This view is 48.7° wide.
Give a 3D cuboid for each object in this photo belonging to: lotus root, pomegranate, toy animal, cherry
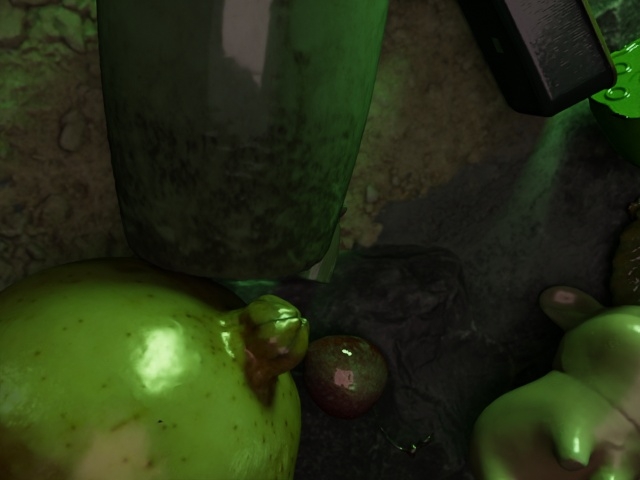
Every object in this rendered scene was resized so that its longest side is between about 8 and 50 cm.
[{"bbox_3d":[0.435,-0.142,0.879,0.186,0.186,0.186,-2,102,-9],"label":"lotus root"},{"bbox_3d":[-0.180,0.179,0.720,0.410,0.410,0.410,-2,102,-9],"label":"pomegranate"},{"bbox_3d":[0.341,0.221,0.901,0.237,0.269,0.326,45,125,-12],"label":"toy animal"},{"bbox_3d":[0.066,0.196,0.918,0.225,0.090,0.107,36,78,-23],"label":"cherry"}]

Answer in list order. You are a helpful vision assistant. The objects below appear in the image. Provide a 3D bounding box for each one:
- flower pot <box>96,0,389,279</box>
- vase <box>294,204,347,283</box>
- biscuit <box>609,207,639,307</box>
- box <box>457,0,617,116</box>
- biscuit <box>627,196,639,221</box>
[{"bbox_3d":[-0.080,-0.144,0.724,0.294,0.293,0.330,2,105,-9],"label":"flower pot"},{"bbox_3d":[0.000,0.000,0.881,0.053,0.053,0.100,15,95,-11],"label":"vase"},{"bbox_3d":[0.490,0.025,0.955,0.187,0.036,0.273,28,101,-9],"label":"biscuit"},{"bbox_3d":[0.242,-0.246,0.823,0.090,0.144,0.201,-30,106,1],"label":"box"},{"bbox_3d":[0.528,-0.042,0.973,0.203,0.016,0.144,-32,105,0],"label":"biscuit"}]
